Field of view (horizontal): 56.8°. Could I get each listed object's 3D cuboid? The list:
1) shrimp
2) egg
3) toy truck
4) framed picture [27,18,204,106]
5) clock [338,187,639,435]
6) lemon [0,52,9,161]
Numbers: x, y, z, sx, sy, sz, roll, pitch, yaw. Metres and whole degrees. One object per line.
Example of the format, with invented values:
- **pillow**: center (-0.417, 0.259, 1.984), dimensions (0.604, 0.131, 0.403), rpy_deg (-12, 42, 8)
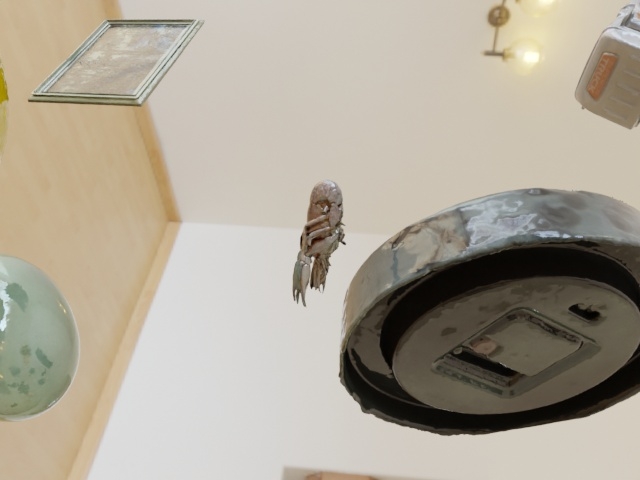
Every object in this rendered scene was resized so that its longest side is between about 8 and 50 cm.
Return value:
- **shrimp**: center (0.001, 0.002, 0.431), dimensions (0.038, 0.029, 0.092), rpy_deg (2, 107, -60)
- **egg**: center (-0.388, 0.113, 0.717), dimensions (0.168, 0.231, 0.168), rpy_deg (-36, 155, -20)
- **toy truck**: center (0.182, -0.063, 0.271), dimensions (0.063, 0.123, 0.052), rpy_deg (-36, 149, -36)
- **framed picture**: center (-0.231, -0.213, 0.685), dimensions (0.011, 0.142, 0.183), rpy_deg (80, 22, -46)
- **clock**: center (0.176, 0.087, 0.558), dimensions (0.325, 0.325, 0.067), rpy_deg (87, 0, -47)
- **lemon**: center (-0.397, -0.132, 0.512), dimensions (0.233, 0.234, 0.288), rpy_deg (-64, 154, -74)
